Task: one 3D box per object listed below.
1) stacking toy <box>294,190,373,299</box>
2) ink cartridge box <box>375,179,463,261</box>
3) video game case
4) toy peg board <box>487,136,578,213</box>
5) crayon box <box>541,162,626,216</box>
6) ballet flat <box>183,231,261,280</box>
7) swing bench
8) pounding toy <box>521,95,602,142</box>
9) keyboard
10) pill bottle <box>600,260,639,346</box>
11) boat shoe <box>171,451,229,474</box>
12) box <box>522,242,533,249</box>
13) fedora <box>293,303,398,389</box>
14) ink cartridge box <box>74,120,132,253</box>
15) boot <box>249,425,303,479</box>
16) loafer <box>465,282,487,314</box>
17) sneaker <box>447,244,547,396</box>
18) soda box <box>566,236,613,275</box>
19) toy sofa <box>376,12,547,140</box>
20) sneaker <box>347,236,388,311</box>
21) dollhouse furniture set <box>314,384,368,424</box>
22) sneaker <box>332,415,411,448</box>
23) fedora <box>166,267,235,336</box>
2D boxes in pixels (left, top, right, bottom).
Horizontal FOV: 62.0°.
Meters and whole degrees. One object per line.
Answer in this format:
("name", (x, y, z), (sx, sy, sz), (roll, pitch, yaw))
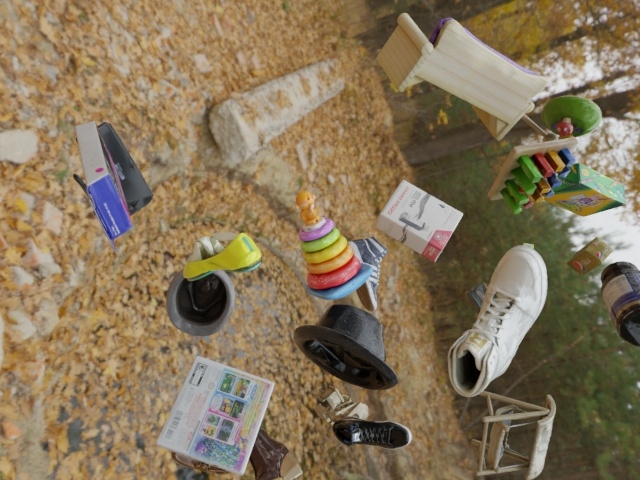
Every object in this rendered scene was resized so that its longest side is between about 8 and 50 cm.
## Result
("stacking toy", (0.000, 0.000, 1.471), (0.165, 0.175, 0.302), (14, -48, 60))
("ink cartridge box", (0.302, -0.063, 1.642), (0.159, 0.217, 0.092), (-54, 167, -25))
("video game case", (-0.166, 0.281, 0.869), (0.019, 0.143, 0.157), (110, 0, -50))
("toy peg board", (0.486, -0.135, 1.188), (0.161, 0.160, 0.079), (99, -24, -54))
("crayon box", (0.925, -0.175, 1.893), (0.278, 0.165, 0.081), (15, 69, -29))
("ballet flat", (-0.198, 0.025, 1.012), (0.077, 0.231, 0.077), (-38, 109, -41))
("swing bench", (0.667, 0.671, 1.833), (0.165, 0.254, 0.253), (-67, 158, -65))
("pounding toy", (0.788, -0.365, 1.749), (0.183, 0.237, 0.110), (31, 70, -20))
("keyboard", (-0.685, -0.202, 1.712), (0.201, 0.033, 0.317), (-41, 134, -24))
("pill bottle", (0.766, 0.146, 1.308), (0.123, 0.122, 0.219), (65, 23, -23))
("boat shoe", (-0.317, 0.595, 1.453), (0.178, 0.060, 0.064), (28, 61, -24))
("box", (0.755, 0.112, 1.989), (0.109, 0.042, 0.178), (-58, 154, -49))
("fedora", (0.091, 0.286, 1.507), (0.334, 0.334, 0.153), (56, 51, -43))
("ink cartridge box", (-0.560, -0.147, 1.381), (0.371, 0.069, 0.176), (-121, -163, -44))
("boot", (-0.176, 0.597, 1.445), (0.207, 0.090, 0.248), (39, 12, 25))
("loafer", (0.621, 0.271, 1.877), (0.268, 0.084, 0.096), (55, -7, 5))
("sneaker", (0.330, 0.160, 1.000), (0.169, 0.108, 0.293), (-16, 122, -51))
("soda box", (0.812, 0.050, 1.613), (0.061, 0.058, 0.181), (43, -6, 17))
("toy sofa", (0.327, -0.388, 1.214), (0.362, 0.177, 0.150), (14, 39, -31))
("sneaker", (0.201, 0.121, 2.056), (0.099, 0.153, 0.282), (-24, -95, 64))
("dollhouse furniture set", (0.042, 0.510, 1.729), (0.101, 0.182, 0.161), (-38, 110, -25))
("sneaker", (0.136, 0.552, 1.496), (0.121, 0.216, 0.079), (9, 82, -61))
("fedora", (-0.434, 0.201, 1.969), (0.124, 0.243, 0.276), (-97, -161, -75))
